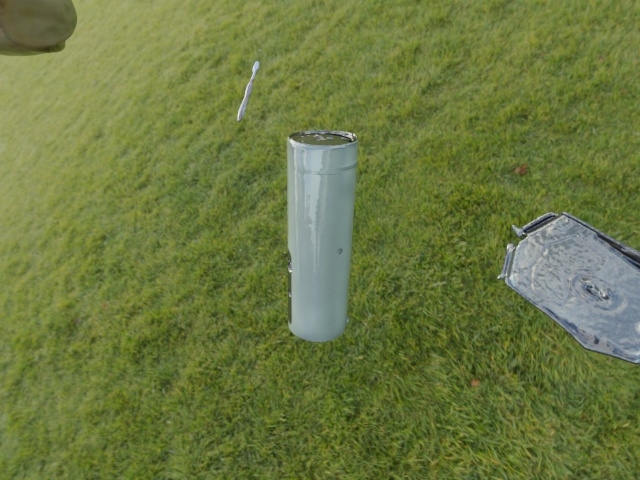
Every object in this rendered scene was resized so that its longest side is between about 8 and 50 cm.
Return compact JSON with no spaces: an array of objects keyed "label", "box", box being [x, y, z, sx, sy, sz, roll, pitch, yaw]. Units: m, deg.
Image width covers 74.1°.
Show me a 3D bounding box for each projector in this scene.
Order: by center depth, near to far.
[{"label":"projector","box":[0.000,0.000,0.680,0.108,0.338,0.108,2,26,-1]}]

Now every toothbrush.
[{"label":"toothbrush","box":[-0.170,-0.353,1.000,0.019,0.013,0.193,-31,43,51]}]

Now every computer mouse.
[{"label":"computer mouse","box":[0.330,0.056,0.519,0.231,0.071,0.126,42,107,38]}]

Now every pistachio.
[{"label":"pistachio","box":[-0.464,-0.353,0.661,0.129,0.131,0.206,-29,19,21]}]
